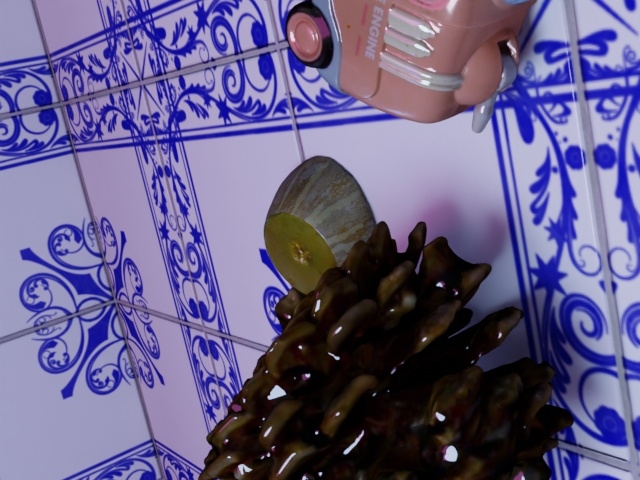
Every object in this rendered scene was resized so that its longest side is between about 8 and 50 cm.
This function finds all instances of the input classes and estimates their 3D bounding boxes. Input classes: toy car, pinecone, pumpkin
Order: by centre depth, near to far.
[{"bbox_3d":[0.107,-0.239,0.775,0.212,0.180,0.271,37,137,27],"label":"toy car"},{"bbox_3d":[0.074,0.197,0.879,0.397,0.397,0.398,33,132,45],"label":"pinecone"},{"bbox_3d":[-0.016,-0.001,1.154,0.217,0.110,0.218,25,125,42],"label":"pumpkin"}]
